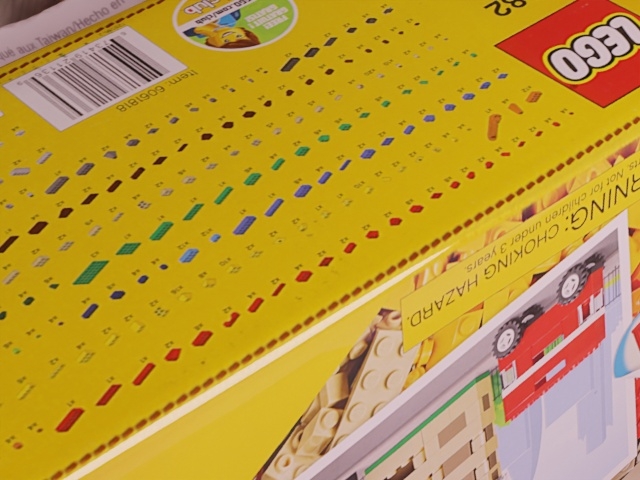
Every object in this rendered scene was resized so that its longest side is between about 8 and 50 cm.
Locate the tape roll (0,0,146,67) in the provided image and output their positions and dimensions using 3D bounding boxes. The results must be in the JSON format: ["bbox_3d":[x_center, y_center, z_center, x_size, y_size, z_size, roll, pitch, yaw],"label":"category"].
[{"bbox_3d":[-0.078,-0.134,0.623,0.321,0.077,0.321,-35,160,-15],"label":"tape roll"}]

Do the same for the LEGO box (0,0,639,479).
[{"bbox_3d":[-0.046,0.118,0.657,0.500,0.193,0.372,-31,137,-28],"label":"LEGO box"}]
